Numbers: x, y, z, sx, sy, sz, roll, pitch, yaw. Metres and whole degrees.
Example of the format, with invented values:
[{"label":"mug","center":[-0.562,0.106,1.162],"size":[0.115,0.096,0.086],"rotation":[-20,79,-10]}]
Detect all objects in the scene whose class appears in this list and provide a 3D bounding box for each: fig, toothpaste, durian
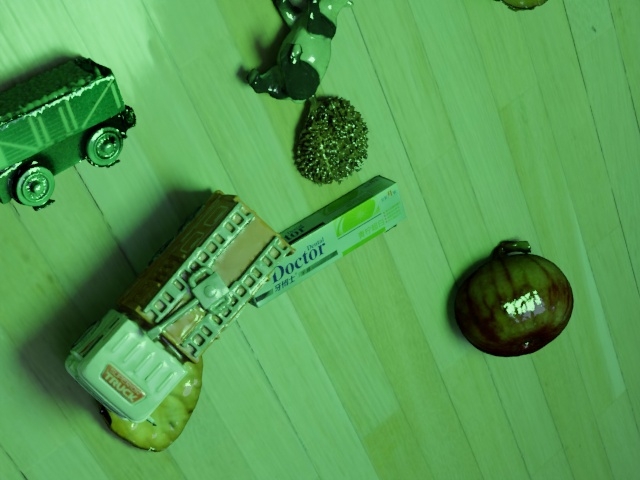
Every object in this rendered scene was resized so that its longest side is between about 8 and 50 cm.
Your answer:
[{"label":"fig","center":[0.383,0.127,2.259],"size":[0.235,0.214,0.235],"rotation":[-34,151,-22]},{"label":"toothpaste","center":[0.000,0.000,2.014],"size":[0.336,0.067,0.081],"rotation":[-31,121,-22]},{"label":"durian","center":[0.027,-0.174,1.945],"size":[0.148,0.091,0.188],"rotation":[-37,124,-18]}]

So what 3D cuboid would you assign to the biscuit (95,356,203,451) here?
[{"label":"biscuit","center":[-0.291,0.249,1.927],"size":[0.203,0.041,0.260],"rotation":[-23,121,-30]}]

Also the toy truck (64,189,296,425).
[{"label":"toy truck","center":[-0.218,0.107,1.777],"size":[0.173,0.207,0.387],"rotation":[43,79,-11]}]

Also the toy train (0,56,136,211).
[{"label":"toy train","center":[-0.392,-0.152,1.642],"size":[0.269,0.115,0.154],"rotation":[-30,128,-21]}]

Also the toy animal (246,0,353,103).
[{"label":"toy animal","center":[-0.023,-0.329,1.846],"size":[0.121,0.094,0.225],"rotation":[23,85,-49]}]

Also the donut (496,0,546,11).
[{"label":"donut","center":[0.330,-0.547,2.006],"size":[0.272,0.107,0.272],"rotation":[-11,109,-33]}]
